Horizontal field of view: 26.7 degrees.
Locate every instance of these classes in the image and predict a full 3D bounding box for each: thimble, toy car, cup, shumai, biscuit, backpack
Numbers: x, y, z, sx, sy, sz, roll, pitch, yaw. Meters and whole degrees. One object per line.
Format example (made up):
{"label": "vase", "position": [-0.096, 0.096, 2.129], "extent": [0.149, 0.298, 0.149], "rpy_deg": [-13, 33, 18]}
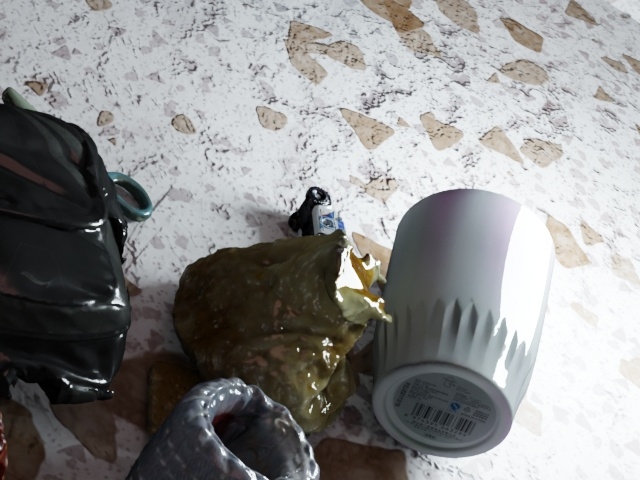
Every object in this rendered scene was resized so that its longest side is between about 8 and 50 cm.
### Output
{"label": "thimble", "position": [-0.126, 0.287, 1.639], "extent": [0.205, 0.172, 0.236], "rpy_deg": [33, 21, -25]}
{"label": "toy car", "position": [0.000, 0.000, 2.106], "extent": [0.070, 0.080, 0.171], "rpy_deg": [14, 44, -23]}
{"label": "cup", "position": [0.210, 0.119, 2.003], "extent": [0.253, 0.253, 0.372], "rpy_deg": [27, 42, -9]}
{"label": "shumai", "position": [-0.047, 0.072, 1.849], "extent": [0.314, 0.262, 0.267], "rpy_deg": [43, 31, 25]}
{"label": "biscuit", "position": [-0.124, 0.241, 1.829], "extent": [0.236, 0.026, 0.131], "rpy_deg": [16, 44, -23]}
{"label": "backpack", "position": [-0.399, 0.023, 1.687], "extent": [0.363, 0.255, 0.446], "rpy_deg": [10, 32, -28]}

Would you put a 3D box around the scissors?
{"label": "scissors", "position": [-0.374, -0.122, 2.000], "extent": [0.289, 0.041, 0.138], "rpy_deg": [46, 40, 7]}

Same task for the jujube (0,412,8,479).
{"label": "jujube", "position": [-0.420, 0.236, 1.482], "extent": [0.155, 0.230, 0.155], "rpy_deg": [8, 60, -14]}
